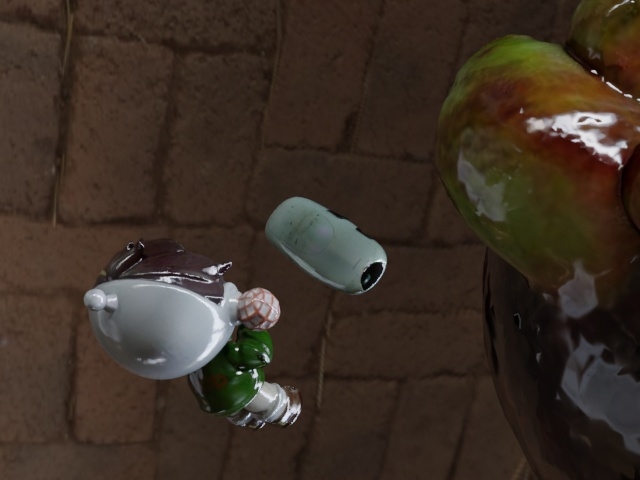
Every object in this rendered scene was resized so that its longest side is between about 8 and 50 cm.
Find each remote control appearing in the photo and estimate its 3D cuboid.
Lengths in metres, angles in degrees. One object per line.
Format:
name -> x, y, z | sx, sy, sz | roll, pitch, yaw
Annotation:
remote control -> 0.002, 0.001, 1.519 | 0.097, 0.256, 0.045 | -53, 132, -6

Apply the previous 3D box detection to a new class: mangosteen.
mangosteen -> 0.189, 0.014, 0.440 | 0.288, 0.288, 0.288 | -5, 121, -9

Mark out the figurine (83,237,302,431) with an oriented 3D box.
figurine -> -0.164, 0.133, 1.436 | 0.281, 0.167, 0.370 | -9, 138, 34
